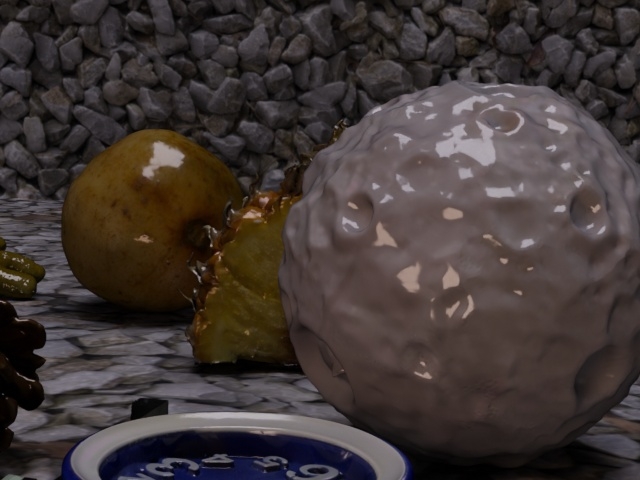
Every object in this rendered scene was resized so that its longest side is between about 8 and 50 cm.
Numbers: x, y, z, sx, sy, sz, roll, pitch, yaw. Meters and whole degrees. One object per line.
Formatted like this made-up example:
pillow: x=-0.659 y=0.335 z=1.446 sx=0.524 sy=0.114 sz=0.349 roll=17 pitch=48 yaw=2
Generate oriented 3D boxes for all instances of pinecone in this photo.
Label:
pinecone: x=-0.313 y=0.111 z=0.937 sx=0.179 sy=0.149 sz=0.195 roll=4 pitch=8 yaw=13

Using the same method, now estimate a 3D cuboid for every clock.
clock: x=-0.055 y=0.179 z=0.784 sx=0.231 sy=0.083 sz=0.230 roll=3 pitch=10 yaw=0

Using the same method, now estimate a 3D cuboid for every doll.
doll: x=-0.508 y=0.046 z=1.714 sx=0.210 sy=0.097 sz=0.137 roll=18 pitch=39 yaw=-1

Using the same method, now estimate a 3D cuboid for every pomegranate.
pomegranate: x=-0.230 y=-0.026 z=1.629 sx=0.261 sy=0.260 sz=0.260 roll=2 pitch=7 yaw=0

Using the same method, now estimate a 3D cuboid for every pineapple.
pineapple: x=0.000 y=-0.004 z=1.409 sx=0.345 sy=0.286 sz=0.209 roll=1 pitch=7 yaw=-16

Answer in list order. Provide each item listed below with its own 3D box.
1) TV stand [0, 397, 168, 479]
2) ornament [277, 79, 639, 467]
TV stand: x=-0.177 y=0.173 z=0.901 sx=0.040 sy=0.048 sz=0.256 roll=3 pitch=8 yaw=14
ornament: x=0.123 y=0.035 z=1.022 sx=0.337 sy=0.336 sz=0.337 roll=2 pitch=7 yaw=0
